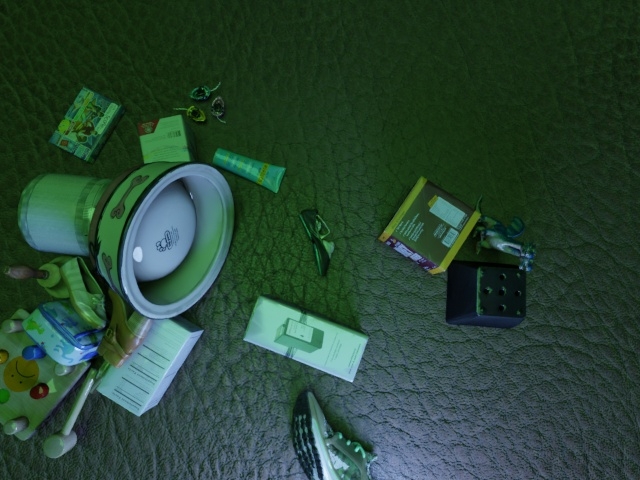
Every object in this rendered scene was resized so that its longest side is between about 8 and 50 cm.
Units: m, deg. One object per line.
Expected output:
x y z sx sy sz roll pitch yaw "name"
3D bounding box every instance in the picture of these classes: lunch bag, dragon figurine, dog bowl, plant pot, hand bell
-0.642 0.235 1.161 0.176 0.219 0.090 44 89 5 "lunch bag"
0.504 -0.020 1.215 0.144 0.289 0.085 8 123 7 "dragon figurine"
-0.398 -0.016 1.126 0.151 0.408 0.407 18 82 20 "dog bowl"
0.461 0.142 1.202 0.188 0.167 0.187 5 81 0 "plant pot"
-0.746 0.088 1.171 0.126 0.242 0.125 0 81 -1 "hand bell"

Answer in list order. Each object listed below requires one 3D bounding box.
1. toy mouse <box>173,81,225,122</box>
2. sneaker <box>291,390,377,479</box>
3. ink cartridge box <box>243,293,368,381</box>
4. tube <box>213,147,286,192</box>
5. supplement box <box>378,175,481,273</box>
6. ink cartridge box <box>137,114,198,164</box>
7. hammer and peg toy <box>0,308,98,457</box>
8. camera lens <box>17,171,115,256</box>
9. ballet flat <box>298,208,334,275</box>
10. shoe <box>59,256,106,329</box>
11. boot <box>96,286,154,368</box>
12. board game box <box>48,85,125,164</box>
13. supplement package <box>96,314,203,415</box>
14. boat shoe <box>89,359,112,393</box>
-0.342 -0.422 1.353 0.161 0.031 0.143 27 83 4 "toy mouse"
0.058 0.587 1.177 0.182 0.158 0.409 -17 79 -34 "sneaker"
-0.036 0.248 1.165 0.290 0.211 0.121 20 84 4 "ink cartridge box"
-0.214 -0.215 1.318 0.207 0.052 0.080 20 92 -3 "tube"
0.301 -0.039 1.247 0.194 0.129 0.191 34 83 5 "supplement box"
-0.431 -0.246 1.278 0.128 0.127 0.176 -11 81 -3 "ink cartridge box"
-0.751 0.383 1.187 0.362 0.127 0.265 36 81 5 "hammer and peg toy"
-0.641 -0.066 1.205 0.275 0.219 0.219 6 82 1 "camera lens"
0.000 0.000 1.273 0.074 0.074 0.203 -19 80 -3 "ballet flat"
-0.622 0.137 1.173 0.058 0.076 0.219 -38 74 1 "shoe"
-0.520 0.213 1.123 0.197 0.073 0.152 32 88 37 "boot"
-0.706 -0.349 1.340 0.136 0.035 0.201 28 83 4 "board game box"
-0.451 0.316 1.189 0.134 0.139 0.243 31 82 3 "supplement package"
-0.593 0.352 1.229 0.048 0.056 0.152 32 81 14 "boat shoe"
